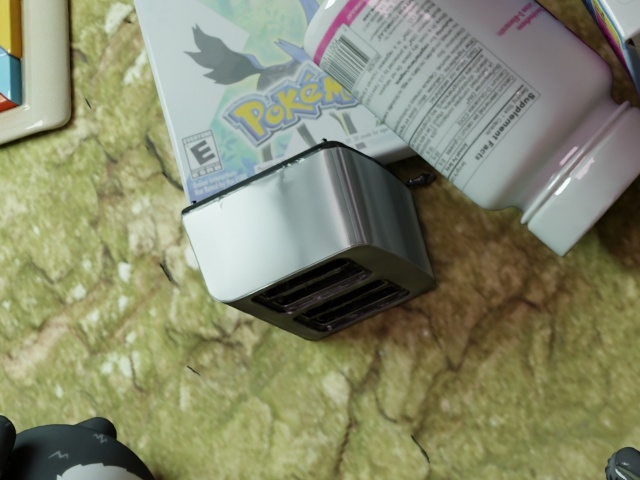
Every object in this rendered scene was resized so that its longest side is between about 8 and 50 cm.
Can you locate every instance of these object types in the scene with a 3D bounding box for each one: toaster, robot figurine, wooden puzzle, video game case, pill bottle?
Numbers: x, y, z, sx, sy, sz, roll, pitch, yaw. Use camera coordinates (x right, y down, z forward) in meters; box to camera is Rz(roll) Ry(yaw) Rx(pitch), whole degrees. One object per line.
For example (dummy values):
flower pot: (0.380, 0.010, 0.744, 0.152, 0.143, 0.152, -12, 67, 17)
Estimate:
toaster: (0.000, 0.000, 1.682, 0.185, 0.168, 0.110, -25, 66, 19)
robot figurine: (-0.228, 0.267, 1.664, 0.209, 0.278, 0.173, 24, 119, -5)
wooden puzzle: (-0.371, -0.192, 2.006, 0.238, 0.044, 0.221, -14, 67, 22)
video game case: (0.004, -0.200, 1.761, 0.329, 0.036, 0.300, -18, 69, 4)
pill bottle: (0.139, -0.127, 1.608, 0.283, 0.160, 0.160, 42, 95, 5)

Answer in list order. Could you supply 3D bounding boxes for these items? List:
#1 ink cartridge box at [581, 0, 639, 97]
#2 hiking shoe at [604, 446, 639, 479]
ink cartridge box: (0.288, -0.348, 1.631, 0.270, 0.151, 0.395, -29, 65, 4)
hiking shoe: (0.334, 0.199, 1.493, 0.227, 0.086, 0.114, 24, 69, 14)
